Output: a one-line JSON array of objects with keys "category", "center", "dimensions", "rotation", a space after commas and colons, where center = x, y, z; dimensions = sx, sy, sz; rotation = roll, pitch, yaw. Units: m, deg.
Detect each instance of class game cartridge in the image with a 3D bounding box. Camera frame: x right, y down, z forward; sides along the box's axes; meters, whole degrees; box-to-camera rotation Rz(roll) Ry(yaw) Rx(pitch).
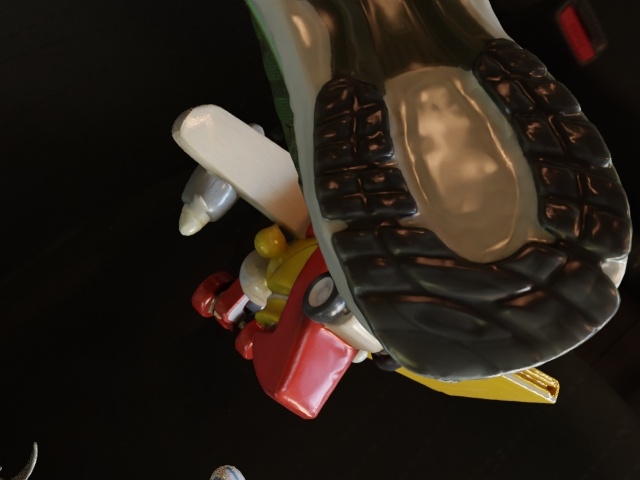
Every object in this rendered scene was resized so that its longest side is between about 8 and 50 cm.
[{"category": "game cartridge", "center": [0.265, 0.252, 1.592], "dimensions": [0.285, 0.324, 0.052], "rotation": [29, 70, -27]}]

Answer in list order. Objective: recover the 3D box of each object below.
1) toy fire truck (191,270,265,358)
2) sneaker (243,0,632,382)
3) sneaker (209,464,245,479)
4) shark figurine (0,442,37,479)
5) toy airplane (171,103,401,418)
[{"category": "toy fire truck", "center": [-0.101, 0.108, 1.626], "dimensions": [0.169, 0.302, 0.254], "rotation": [41, 86, 22]}, {"category": "sneaker", "center": [0.025, -0.095, 0.459], "dimensions": [0.158, 0.182, 0.410], "rotation": [-9, 64, -6]}, {"category": "sneaker", "center": [-0.128, 0.493, 1.314], "dimensions": [0.091, 0.126, 0.240], "rotation": [4, 66, -33]}, {"category": "shark figurine", "center": [-0.430, 0.224, 0.867], "dimensions": [0.278, 0.166, 0.116], "rotation": [43, 37, 23]}, {"category": "toy airplane", "center": [0.000, 0.000, 1.030], "dimensions": [0.384, 0.272, 0.386], "rotation": [-18, 87, -50]}]
